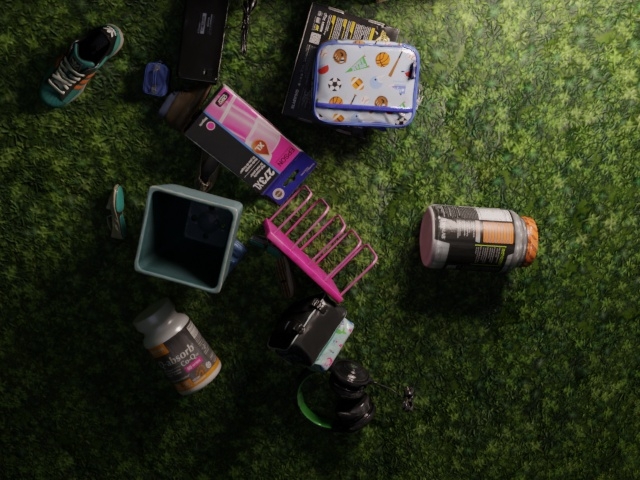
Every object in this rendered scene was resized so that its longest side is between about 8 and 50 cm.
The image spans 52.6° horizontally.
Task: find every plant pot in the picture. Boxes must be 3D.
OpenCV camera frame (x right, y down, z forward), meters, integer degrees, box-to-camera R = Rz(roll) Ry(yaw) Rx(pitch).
[{"bbox_3d":[-0.350,-0.027,1.846,0.248,0.252,0.247,16,104,2],"label":"plant pot"}]

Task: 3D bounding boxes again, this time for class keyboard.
[{"bbox_3d":[-0.280,-0.585,1.775,0.201,0.033,0.317,9,92,2],"label":"keyboard"}]

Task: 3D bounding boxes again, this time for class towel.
[{"bbox_3d":[-0.283,0.052,1.996,0.067,0.029,0.119,39,101,-12],"label":"towel"}]

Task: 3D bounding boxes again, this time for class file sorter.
[{"bbox_3d":[0.000,0.000,1.908,0.182,0.202,0.291,-45,105,4],"label":"file sorter"}]

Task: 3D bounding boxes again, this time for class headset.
[{"bbox_3d":[0.103,0.507,2.067,0.394,0.185,0.243,-7,107,11],"label":"headset"}]

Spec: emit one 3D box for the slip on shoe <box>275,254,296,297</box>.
[{"bbox_3d":[-0.103,0.111,2.019,0.051,0.041,0.135,-12,94,41],"label":"slip on shoe"}]

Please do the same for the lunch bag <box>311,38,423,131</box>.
[{"bbox_3d":[0.126,-0.419,1.763,0.303,0.115,0.243,4,108,-4],"label":"lunch bag"}]

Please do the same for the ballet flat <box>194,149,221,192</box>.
[{"bbox_3d":[-0.316,-0.255,1.890,0.084,0.058,0.250,19,104,-9],"label":"ballet flat"}]

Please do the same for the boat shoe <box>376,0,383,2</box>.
[{"bbox_3d":[0.289,-0.704,1.778,0.285,0.104,0.089,1,111,7],"label":"boat shoe"}]

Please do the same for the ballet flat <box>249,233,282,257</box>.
[{"bbox_3d":[-0.162,0.012,1.986,0.114,0.041,0.041,28,103,-7],"label":"ballet flat"}]

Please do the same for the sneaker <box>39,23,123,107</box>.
[{"bbox_3d":[-0.672,-0.480,1.774,0.302,0.121,0.108,-43,103,9],"label":"sneaker"}]

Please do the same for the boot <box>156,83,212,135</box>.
[{"bbox_3d":[-0.376,-0.412,1.831,0.106,0.082,0.219,27,105,-13],"label":"boot"}]

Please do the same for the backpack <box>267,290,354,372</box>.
[{"bbox_3d":[-0.038,0.278,1.958,0.191,0.253,0.225,43,65,-18],"label":"backpack"}]

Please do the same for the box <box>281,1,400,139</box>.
[{"bbox_3d":[0.052,-0.478,1.837,0.257,0.079,0.322,14,105,-9],"label":"box"}]

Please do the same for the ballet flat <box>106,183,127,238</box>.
[{"bbox_3d":[-0.613,-0.083,1.928,0.052,0.057,0.168,1,106,7],"label":"ballet flat"}]

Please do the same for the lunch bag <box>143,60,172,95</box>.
[{"bbox_3d":[-0.458,-0.456,1.821,0.067,0.065,0.098,10,106,-6],"label":"lunch bag"}]

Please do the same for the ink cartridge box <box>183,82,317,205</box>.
[{"bbox_3d":[-0.192,-0.262,1.860,0.371,0.069,0.176,37,101,-26],"label":"ink cartridge box"}]

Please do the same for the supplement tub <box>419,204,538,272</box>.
[{"bbox_3d":[0.468,-0.004,1.934,0.316,0.193,0.193,4,106,-4],"label":"supplement tub"}]

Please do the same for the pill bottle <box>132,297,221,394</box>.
[{"bbox_3d":[-0.443,0.324,1.998,0.162,0.162,0.278,-31,106,6],"label":"pill bottle"}]
